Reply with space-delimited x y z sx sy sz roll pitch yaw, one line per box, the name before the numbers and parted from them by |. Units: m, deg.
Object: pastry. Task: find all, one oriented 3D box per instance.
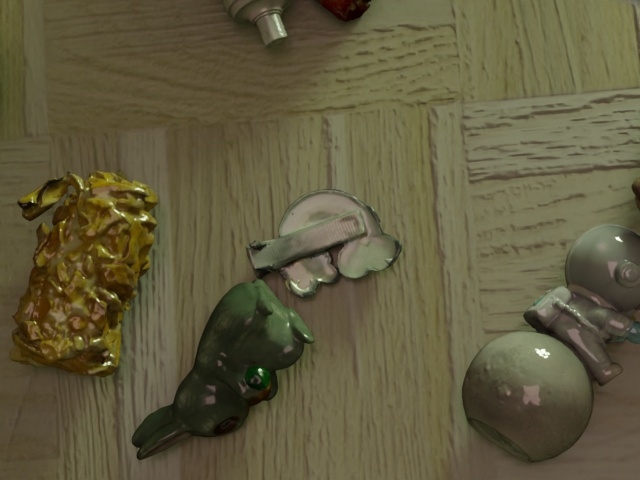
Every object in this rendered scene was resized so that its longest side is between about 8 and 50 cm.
pastry | -0.276 0.028 1.570 0.154 0.102 0.250 12 82 3

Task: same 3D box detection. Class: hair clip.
hair clip | 0.000 0.000 1.585 0.172 0.049 0.116 -19 83 -2

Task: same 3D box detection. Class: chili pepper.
chili pepper | 0.009 -0.323 1.633 0.070 0.073 0.123 -43 77 2

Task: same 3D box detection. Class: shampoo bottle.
shampoo bottle | -0.104 -0.370 1.640 0.092 0.092 0.303 -21 79 0

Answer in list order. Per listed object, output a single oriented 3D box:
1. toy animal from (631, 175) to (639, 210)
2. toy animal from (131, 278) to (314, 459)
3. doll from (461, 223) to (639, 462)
toy animal | 0.470 -0.089 1.479 0.269 0.237 0.326 -24 76 4
toy animal | -0.110 0.157 1.548 0.108 0.138 0.236 28 109 -29
doll | 0.273 0.102 1.502 0.151 0.151 0.287 34 80 9
